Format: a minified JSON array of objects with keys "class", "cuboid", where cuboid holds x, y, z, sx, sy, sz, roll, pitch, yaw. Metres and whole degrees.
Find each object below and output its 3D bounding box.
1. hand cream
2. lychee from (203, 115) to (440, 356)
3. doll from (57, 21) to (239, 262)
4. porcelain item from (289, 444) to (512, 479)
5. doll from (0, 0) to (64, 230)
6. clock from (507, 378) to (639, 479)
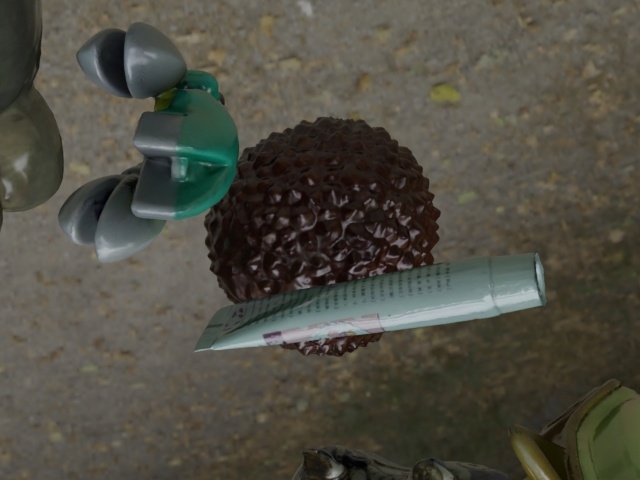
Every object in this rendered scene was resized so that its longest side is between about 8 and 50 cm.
[{"class":"hand cream","cuboid":[0.042,0.057,1.152,0.331,0.085,0.058,-8,116,16]},{"class":"lychee","cuboid":[0.000,0.000,1.344,0.264,0.264,0.300,10,142,-33]},{"class":"doll","cuboid":[-0.145,-0.071,1.069,0.153,0.195,0.258,2,169,2]},{"class":"porcelain item","cuboid":[0.098,0.290,1.268,0.288,0.138,0.186,1,169,43]},{"class":"doll","cuboid":[-0.296,-0.201,0.679,0.252,0.382,0.378,-19,127,-62]},{"class":"clock","cuboid":[0.211,0.220,0.677,0.117,0.286,0.348,-41,133,20]}]
